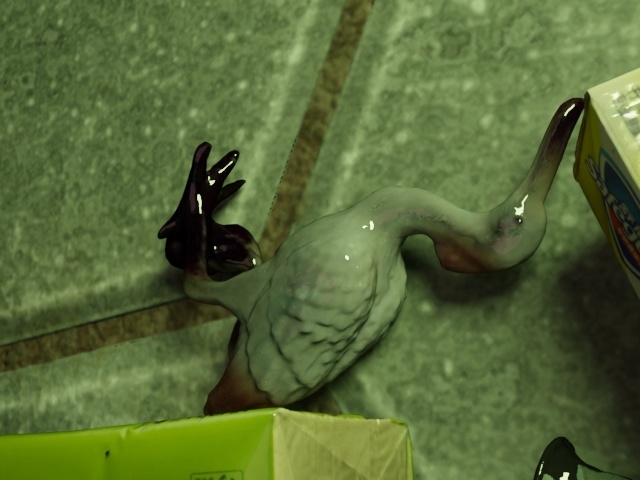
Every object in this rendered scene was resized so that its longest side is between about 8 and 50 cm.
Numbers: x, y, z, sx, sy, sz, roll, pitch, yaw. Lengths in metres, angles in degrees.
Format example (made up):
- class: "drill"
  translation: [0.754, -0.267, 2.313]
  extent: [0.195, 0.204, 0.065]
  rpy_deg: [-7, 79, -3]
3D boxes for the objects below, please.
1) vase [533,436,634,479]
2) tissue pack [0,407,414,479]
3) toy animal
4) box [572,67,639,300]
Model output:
- class: "vase"
  translation: [0.195, 0.154, 0.591]
  extent: [0.167, 0.059, 0.059]
  rpy_deg: [13, 89, 36]
- class: "tissue pack"
  translation: [-0.091, 0.217, 0.708]
  extent: [0.275, 0.167, 0.200]
  rpy_deg: [-11, 75, 32]
- class: "toy animal"
  translation: [0.010, 0.021, 0.721]
  extent: [0.324, 0.090, 0.195]
  rpy_deg: [-5, 79, 36]
- class: "box"
  translation: [0.248, 0.023, 0.520]
  extent: [0.168, 0.097, 0.265]
  rpy_deg: [-22, 67, 2]
